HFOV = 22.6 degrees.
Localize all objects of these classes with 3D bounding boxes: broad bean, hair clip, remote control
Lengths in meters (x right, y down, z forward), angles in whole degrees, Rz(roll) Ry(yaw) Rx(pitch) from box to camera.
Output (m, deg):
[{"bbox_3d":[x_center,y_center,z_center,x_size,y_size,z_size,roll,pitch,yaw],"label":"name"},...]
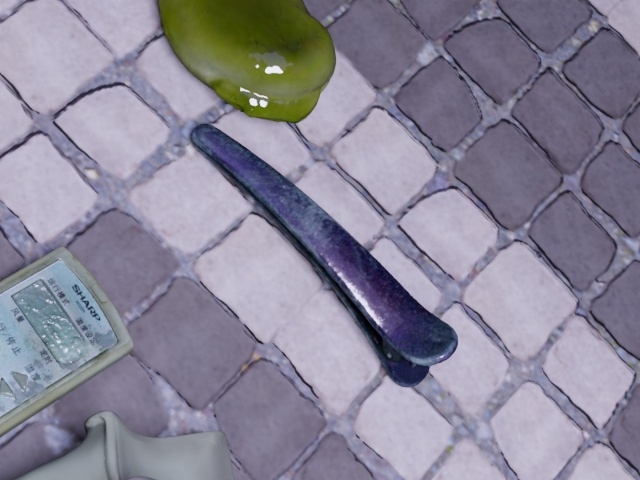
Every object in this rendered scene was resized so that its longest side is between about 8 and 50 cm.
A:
[{"bbox_3d":[-0.062,-0.171,1.323,0.174,0.082,0.124,45,58,12],"label":"broad bean"},{"bbox_3d":[0.000,0.000,1.276,0.048,0.083,0.275,-40,85,-21],"label":"hair clip"},{"bbox_3d":[-0.249,0.097,1.150,0.233,0.038,0.098,-33,84,-31],"label":"remote control"}]

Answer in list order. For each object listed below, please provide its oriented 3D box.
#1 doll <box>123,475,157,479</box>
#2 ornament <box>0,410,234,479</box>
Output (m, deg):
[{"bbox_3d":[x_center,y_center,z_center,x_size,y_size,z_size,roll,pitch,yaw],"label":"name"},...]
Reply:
[{"bbox_3d":[0.032,0.336,1.047,0.366,0.187,0.375,-3,96,-30],"label":"doll"},{"bbox_3d":[-0.185,0.192,1.089,0.285,0.120,0.130,-21,77,-30],"label":"ornament"}]
